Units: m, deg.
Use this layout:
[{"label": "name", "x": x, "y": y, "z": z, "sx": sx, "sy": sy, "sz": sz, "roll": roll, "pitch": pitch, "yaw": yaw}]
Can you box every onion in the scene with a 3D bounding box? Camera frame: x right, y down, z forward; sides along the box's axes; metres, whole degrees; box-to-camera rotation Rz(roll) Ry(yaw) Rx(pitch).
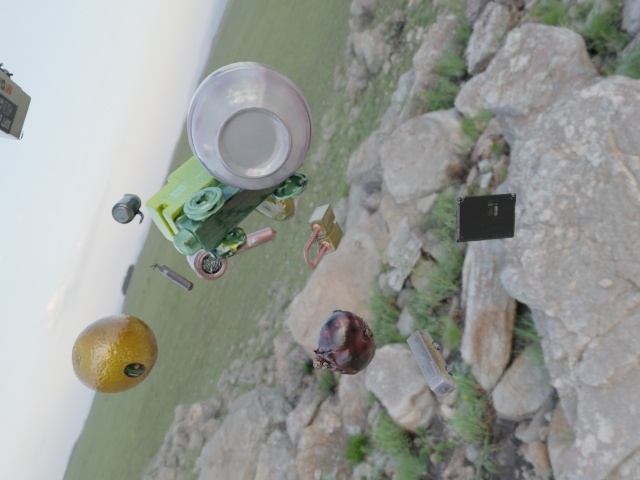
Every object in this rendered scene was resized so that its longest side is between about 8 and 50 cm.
[{"label": "onion", "x": 0.096, "y": 0.390, "z": 2.245, "sx": 0.281, "sy": 0.280, "sz": 0.221, "roll": -60, "pitch": 30, "yaw": 34}]

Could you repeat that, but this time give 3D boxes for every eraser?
[{"label": "eraser", "x": -0.748, "y": -0.319, "z": 1.293, "sx": 0.287, "sy": 0.086, "sz": 0.130, "roll": 149, "pitch": 132, "yaw": -81}]

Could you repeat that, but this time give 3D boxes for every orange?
[{"label": "orange", "x": -0.574, "y": 0.316, "z": 1.627, "sx": 0.236, "sy": 0.236, "sz": 0.236, "roll": -162, "pitch": 90, "yaw": -74}]

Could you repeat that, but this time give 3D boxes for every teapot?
[{"label": "teapot", "x": -0.413, "y": -0.066, "z": 1.259, "sx": 0.049, "sy": 0.063, "sz": 0.083, "roll": -61, "pitch": 10, "yaw": 22}]

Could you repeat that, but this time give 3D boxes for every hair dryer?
[{"label": "hair dryer", "x": -0.317, "y": 0.026, "z": 2.164, "sx": 0.210, "sy": 0.352, "sz": 0.125, "roll": 23, "pitch": 134, "yaw": 68}]

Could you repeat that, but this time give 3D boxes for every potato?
[{"label": "potato", "x": -0.150, "y": -0.139, "z": 1.808, "sx": 0.194, "sy": 0.157, "sz": 0.157, "roll": 55, "pitch": 135, "yaw": 23}]

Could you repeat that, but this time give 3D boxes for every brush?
[{"label": "brush", "x": 0.000, "y": 0.000, "z": 1.481, "sx": 0.047, "sy": 0.103, "sz": 0.233, "roll": -17, "pitch": 21, "yaw": 22}]

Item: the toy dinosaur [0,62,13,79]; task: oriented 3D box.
[{"label": "toy dinosaur", "x": -0.894, "y": -0.469, "z": 1.625, "sx": 0.030, "sy": 0.083, "sz": 0.047, "roll": 21, "pitch": 60, "yaw": 39}]

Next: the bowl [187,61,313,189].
[{"label": "bowl", "x": -0.151, "y": -0.234, "z": 1.270, "sx": 0.144, "sy": 0.287, "sz": 0.287, "roll": -109, "pitch": 40, "yaw": -63}]

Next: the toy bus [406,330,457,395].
[{"label": "toy bus", "x": 0.287, "y": 0.315, "z": 1.502, "sx": 0.057, "sy": 0.072, "sz": 0.172, "roll": -48, "pitch": 43, "yaw": 25}]

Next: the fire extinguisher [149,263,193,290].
[{"label": "fire extinguisher", "x": -0.509, "y": 0.123, "z": 2.005, "sx": 0.035, "sy": 0.173, "sz": 0.049, "roll": -62, "pitch": -18, "yaw": 4}]

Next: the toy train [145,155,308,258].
[{"label": "toy train", "x": -0.240, "y": -0.139, "z": 1.504, "sx": 0.272, "sy": 0.179, "sz": 0.442, "roll": 23, "pitch": 57, "yaw": 40}]

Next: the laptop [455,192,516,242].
[{"label": "laptop", "x": 0.457, "y": -0.063, "z": 1.603, "sx": 0.016, "sy": 0.180, "sz": 0.129, "roll": -137, "pitch": 43, "yaw": -73}]
